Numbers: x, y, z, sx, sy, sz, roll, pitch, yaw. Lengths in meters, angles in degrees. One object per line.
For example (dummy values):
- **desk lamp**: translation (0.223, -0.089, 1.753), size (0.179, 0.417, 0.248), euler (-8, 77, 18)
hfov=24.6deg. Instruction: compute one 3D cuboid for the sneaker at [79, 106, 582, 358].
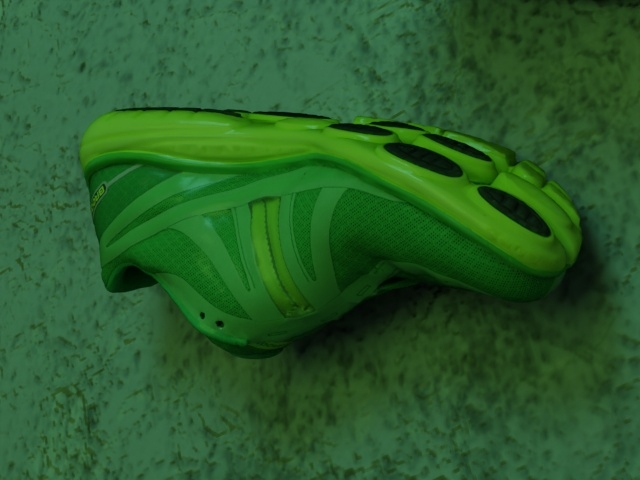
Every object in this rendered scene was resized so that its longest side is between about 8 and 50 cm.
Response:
- **sneaker**: translation (0.000, 0.000, 0.725), size (0.296, 0.109, 0.123), euler (9, 100, 40)
